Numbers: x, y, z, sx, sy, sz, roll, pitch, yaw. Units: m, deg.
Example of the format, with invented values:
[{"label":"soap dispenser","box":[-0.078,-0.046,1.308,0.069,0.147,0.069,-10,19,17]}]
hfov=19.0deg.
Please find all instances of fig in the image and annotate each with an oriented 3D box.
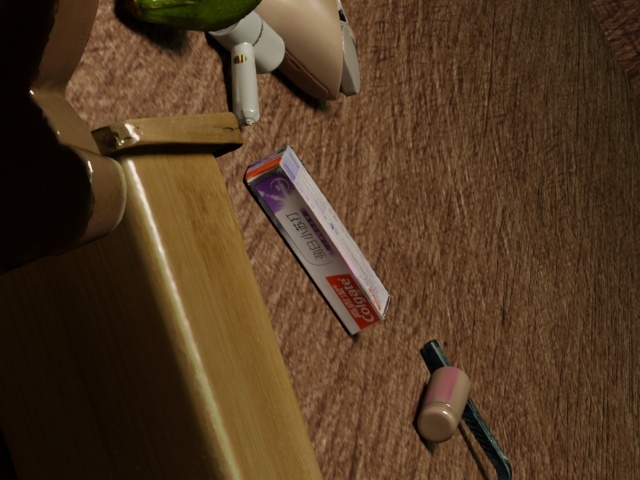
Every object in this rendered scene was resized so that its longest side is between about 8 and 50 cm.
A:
[{"label":"fig","box":[-0.121,-0.244,1.716,0.156,0.123,0.123,-22,86,-42]}]

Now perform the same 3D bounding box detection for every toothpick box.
[{"label":"toothpick box","box":[-0.116,0.091,1.242,0.190,0.187,0.308,-8,78,-70]}]

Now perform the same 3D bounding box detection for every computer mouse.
[{"label":"computer mouse","box":[-0.029,-0.243,1.980,0.236,0.082,0.145,42,30,-45]}]

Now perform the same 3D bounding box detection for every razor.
[{"label":"razor","box":[0.159,0.189,2.011,0.190,0.033,0.066,63,19,-2]}]

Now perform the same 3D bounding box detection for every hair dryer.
[{"label":"hair dryer","box":[-0.070,-0.161,1.842,0.082,0.047,0.137,41,36,-49]}]

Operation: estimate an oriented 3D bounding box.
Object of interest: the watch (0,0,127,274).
[{"label":"watch","box":[-0.288,-0.132,0.987,0.327,0.314,0.335,-4,81,-56]}]

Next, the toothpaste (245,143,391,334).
[{"label":"toothpaste","box":[0.000,0.000,1.815,0.196,0.047,0.040,56,18,-23]}]

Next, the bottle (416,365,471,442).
[{"label":"bottle","box":[0.125,0.167,1.933,0.045,0.045,0.096,59,22,-14]}]
